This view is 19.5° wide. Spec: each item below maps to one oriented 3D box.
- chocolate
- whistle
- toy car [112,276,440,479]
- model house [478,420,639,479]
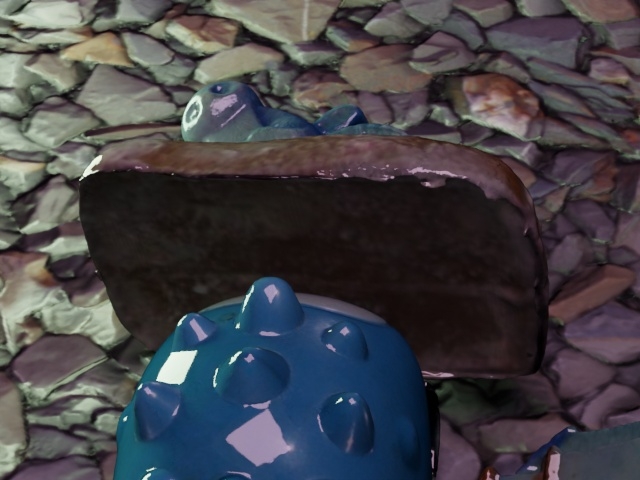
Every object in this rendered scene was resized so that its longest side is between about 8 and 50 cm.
[{"bbox_3d":[0.000,0.000,1.217,0.303,0.185,0.100,0,45,14],"label":"chocolate"},{"bbox_3d":[-0.020,-0.031,1.362,0.180,0.093,0.269,-41,50,-7],"label":"whistle"},{"bbox_3d":[-0.029,0.118,1.100,0.188,0.190,0.255,5,37,11],"label":"toy car"},{"bbox_3d":[0.163,0.177,1.097,0.148,0.119,0.148,-7,56,33],"label":"model house"}]
